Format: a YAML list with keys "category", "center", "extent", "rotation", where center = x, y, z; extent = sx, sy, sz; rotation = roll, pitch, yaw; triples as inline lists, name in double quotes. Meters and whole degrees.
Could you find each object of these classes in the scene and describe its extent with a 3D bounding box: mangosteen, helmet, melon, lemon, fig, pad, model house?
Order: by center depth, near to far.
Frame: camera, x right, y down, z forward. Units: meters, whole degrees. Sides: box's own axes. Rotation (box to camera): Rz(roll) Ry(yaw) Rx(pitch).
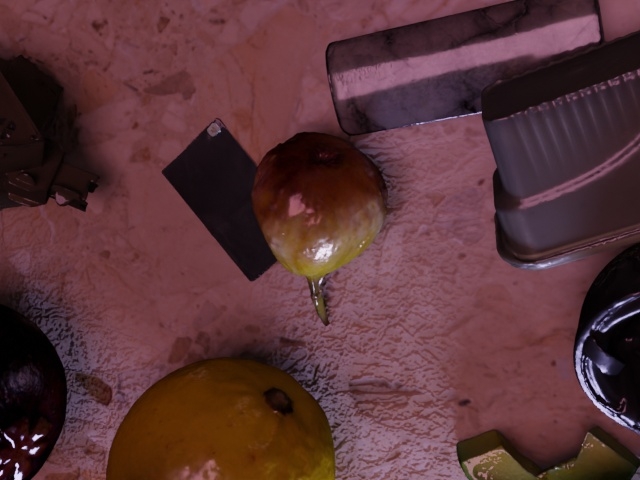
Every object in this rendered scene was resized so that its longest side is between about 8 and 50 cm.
- category: "helmet"
  center: [0.395, 0.095, 0.869]
  extent: [0.279, 0.160, 0.230]
  rotation: [40, 131, -23]
- category: "fig"
  center: [0.000, 0.000, 1.005]
  extent: [0.159, 0.159, 0.257]
  rotation: [9, 126, 16]
- category: "melon"
  center: [0.277, 0.280, 1.015]
  extent: [0.209, 0.064, 0.118]
  rotation: [-20, 92, 19]
- category: "lemon"
  center: [-0.125, 0.291, 1.036]
  extent: [0.297, 0.297, 0.297]
  rotation: [5, 105, 17]
- category: "model house"
  center: [-0.398, -0.128, 1.074]
  extent: [0.243, 0.204, 0.211]
  rotation: [24, 156, -12]
- category: "pad"
  center: [-0.111, -0.051, 1.087]
  extent: [0.116, 0.004, 0.193]
  rotation: [-39, 91, 23]
- category: "mangosteen"
  center: [-0.519, 0.215, 1.140]
  extent: [0.347, 0.307, 0.307]
  rotation: [19, 110, 31]

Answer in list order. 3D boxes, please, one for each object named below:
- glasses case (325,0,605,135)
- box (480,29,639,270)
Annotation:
- category: "glasses case"
  center: [0.158, -0.196, 0.927]
  extent: [0.299, 0.060, 0.114]
  rotation: [-9, 106, 20]
- category: "box"
  center: [0.289, -0.099, 0.850]
  extent: [0.274, 0.138, 0.178]
  rotation: [-18, 117, 19]
